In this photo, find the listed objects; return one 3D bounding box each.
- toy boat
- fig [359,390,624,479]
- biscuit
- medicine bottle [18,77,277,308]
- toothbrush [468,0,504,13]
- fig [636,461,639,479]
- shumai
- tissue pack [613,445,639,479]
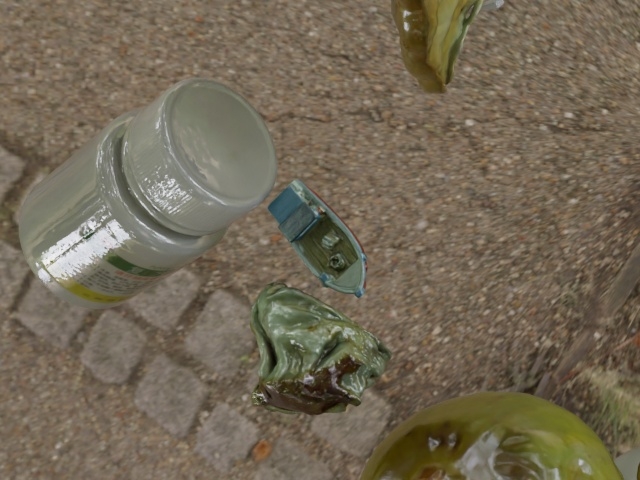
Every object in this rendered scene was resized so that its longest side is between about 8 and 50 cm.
[{"bbox_3d":[0.000,0.000,1.209,0.069,0.059,0.173,-43,76,18],"label":"toy boat"},{"bbox_3d":[0.222,0.345,1.196,0.343,0.343,0.343,2,96,22],"label":"fig"},{"bbox_3d":[0.147,-0.334,1.051,0.078,0.329,0.335,21,65,15],"label":"biscuit"},{"bbox_3d":[-0.226,-0.057,1.316,0.339,0.208,0.208,-28,84,42],"label":"medicine bottle"},{"bbox_3d":[0.206,-0.324,1.426,0.014,0.194,0.017,-47,106,-9],"label":"toothbrush"},{"bbox_3d":[0.320,0.207,0.867,0.088,0.074,0.074,-12,91,37],"label":"fig"},{"bbox_3d":[-0.013,0.151,1.183,0.184,0.184,0.142,26,72,18],"label":"shumai"},{"bbox_3d":[0.573,0.430,1.505,0.333,0.229,0.236,18,64,-13],"label":"tissue pack"}]
